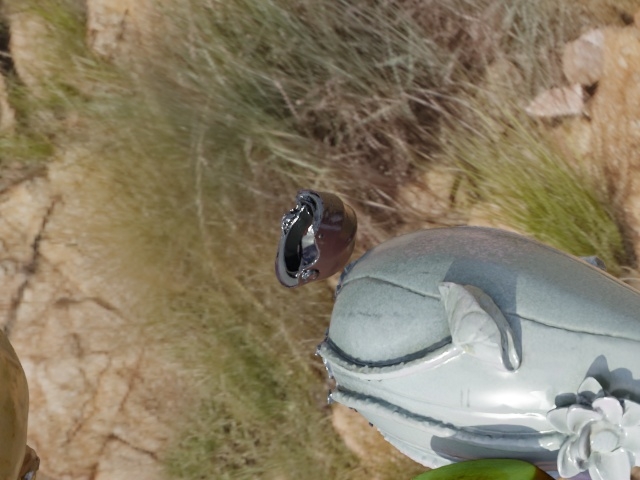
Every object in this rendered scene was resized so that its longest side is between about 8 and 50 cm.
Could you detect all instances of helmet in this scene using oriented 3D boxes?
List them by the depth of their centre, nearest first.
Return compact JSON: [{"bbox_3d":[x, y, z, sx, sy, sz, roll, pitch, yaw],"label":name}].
[{"bbox_3d":[0.000,0.000,1.202,0.098,0.070,0.123,-110,34,-43],"label":"helmet"}]

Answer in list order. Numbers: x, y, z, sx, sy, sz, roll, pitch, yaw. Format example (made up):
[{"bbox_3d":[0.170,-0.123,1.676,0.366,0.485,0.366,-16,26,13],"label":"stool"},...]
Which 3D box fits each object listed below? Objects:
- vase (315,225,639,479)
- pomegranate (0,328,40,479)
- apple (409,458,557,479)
[{"bbox_3d":[0.228,0.113,0.951,0.445,0.250,0.250,9,91,41],"label":"vase"},{"bbox_3d":[-0.302,0.128,0.732,0.207,0.207,0.207,-1,87,23],"label":"pomegranate"},{"bbox_3d":[0.149,0.256,0.893,0.163,0.146,0.147,52,139,1],"label":"apple"}]
